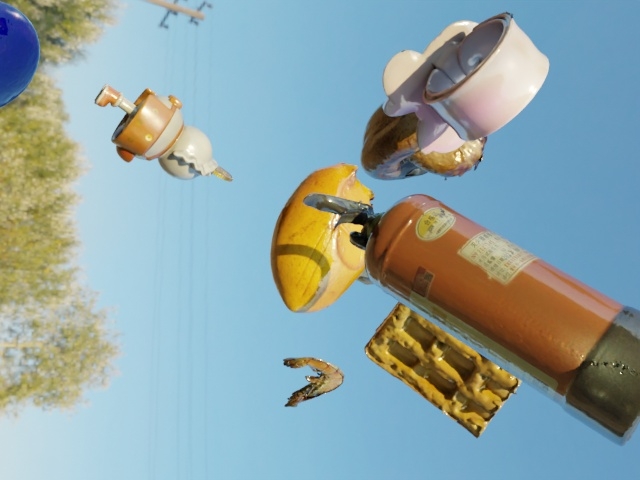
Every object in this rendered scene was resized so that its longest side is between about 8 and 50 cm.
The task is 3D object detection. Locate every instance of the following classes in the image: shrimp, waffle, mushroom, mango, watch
[{"bbox_3d":[-0.047,0.319,1.466,0.195,0.148,0.035,-35,-144,28],"label":"shrimp"},{"bbox_3d":[0.273,0.187,1.256,0.304,0.077,0.348,37,-54,14],"label":"waffle"},{"bbox_3d":[0.230,-0.232,1.448,0.263,0.283,0.195,111,-18,-67],"label":"mushroom"},{"bbox_3d":[0.000,0.000,1.037,0.126,0.154,0.252,-16,-129,64],"label":"mango"},{"bbox_3d":[0.244,-0.267,1.089,0.248,0.211,0.217,-47,-160,7],"label":"watch"}]

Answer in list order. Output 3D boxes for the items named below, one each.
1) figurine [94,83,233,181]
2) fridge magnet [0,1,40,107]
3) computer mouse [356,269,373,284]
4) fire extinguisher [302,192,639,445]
[{"bbox_3d":[-0.269,-0.187,1.142,0.143,0.271,0.143,-48,-148,44],"label":"figurine"},{"bbox_3d":[-0.728,-0.390,1.366,0.113,0.265,0.265,42,-55,20],"label":"fridge magnet"},{"bbox_3d":[0.085,0.013,1.234,0.126,0.231,0.071,-49,-137,28],"label":"computer mouse"},{"bbox_3d":[0.167,0.050,0.669,0.376,0.200,0.113,33,-87,28],"label":"fire extinguisher"}]
